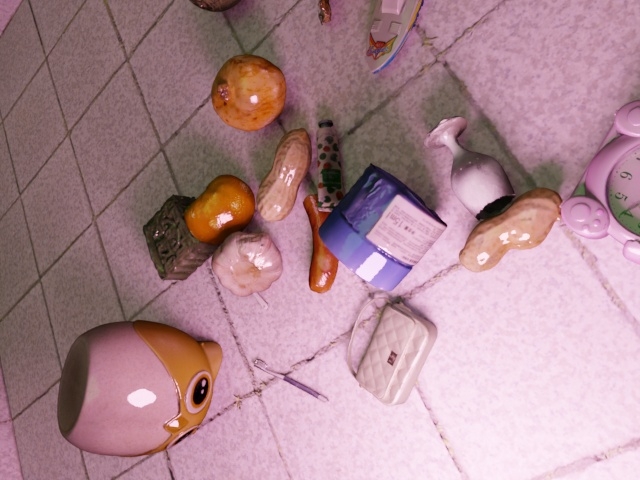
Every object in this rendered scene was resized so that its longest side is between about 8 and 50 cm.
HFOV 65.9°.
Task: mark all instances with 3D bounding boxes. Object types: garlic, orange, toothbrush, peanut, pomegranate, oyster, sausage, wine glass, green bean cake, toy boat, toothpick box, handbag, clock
[{"bbox_3d":[-0.223,0.046,1.534,0.218,0.219,0.212,-52,22,19],"label":"garlic"},{"bbox_3d":[-0.312,-0.090,1.559,0.237,0.179,0.158,-40,36,-3],"label":"orange"},{"bbox_3d":[-0.244,0.127,1.609,0.263,0.026,0.022,48,111,25],"label":"toothbrush"},{"bbox_3d":[0.426,-0.020,1.123,0.263,0.101,0.117,-35,41,27],"label":"peanut"},{"bbox_3d":[-0.223,-0.456,1.530,0.249,0.248,0.247,-4,83,34],"label":"pomegranate"},{"bbox_3d":[-0.107,-0.199,1.495,0.136,0.120,0.298,31,100,53],"label":"peanut"},{"bbox_3d":[-0.010,-0.809,1.489,0.079,0.129,0.344,-15,72,13],"label":"oyster"},{"bbox_3d":[0.004,0.000,1.423,0.103,0.076,0.301,-15,75,40],"label":"sausage"},{"bbox_3d":[0.354,-0.171,1.176,0.126,0.126,0.241,-36,65,26],"label":"wine glass"},{"bbox_3d":[-0.499,-0.007,1.735,0.255,0.132,0.241,-38,70,25],"label":"green bean cake"},{"bbox_3d":[0.196,-0.598,1.346,0.129,0.088,0.295,25,99,33],"label":"toy boat"},{"bbox_3d":[-0.547,0.457,1.539,0.409,0.426,0.408,-19,65,46],"label":"toothpick box"},{"bbox_3d":[0.165,0.280,1.287,0.219,0.079,0.255,28,99,37],"label":"handbag"},{"bbox_3d":[0.679,-0.090,0.954,0.322,0.113,0.295,33,103,31],"label":"clock"},{"bbox_3d":[-0.090,0.419,1.475,0.288,0.024,0.026,17,81,35],"label":"toothbrush"}]

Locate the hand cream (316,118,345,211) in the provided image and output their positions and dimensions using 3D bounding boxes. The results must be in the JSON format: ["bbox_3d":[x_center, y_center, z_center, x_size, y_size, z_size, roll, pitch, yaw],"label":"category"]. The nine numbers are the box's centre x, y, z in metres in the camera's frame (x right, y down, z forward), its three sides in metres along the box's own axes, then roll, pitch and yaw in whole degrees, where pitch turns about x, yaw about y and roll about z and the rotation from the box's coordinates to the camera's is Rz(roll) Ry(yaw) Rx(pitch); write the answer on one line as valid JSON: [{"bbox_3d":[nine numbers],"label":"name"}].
[{"bbox_3d":[0.025,-0.216,1.432,0.059,0.096,0.275,149,119,-65],"label":"hand cream"}]

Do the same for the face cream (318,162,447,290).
[{"bbox_3d":[0.156,-0.035,1.223,0.225,0.249,0.249,-50,61,14],"label":"face cream"}]

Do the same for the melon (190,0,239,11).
[{"bbox_3d":[-0.342,-0.932,1.651,0.249,0.249,0.329,24,90,33],"label":"melon"}]
